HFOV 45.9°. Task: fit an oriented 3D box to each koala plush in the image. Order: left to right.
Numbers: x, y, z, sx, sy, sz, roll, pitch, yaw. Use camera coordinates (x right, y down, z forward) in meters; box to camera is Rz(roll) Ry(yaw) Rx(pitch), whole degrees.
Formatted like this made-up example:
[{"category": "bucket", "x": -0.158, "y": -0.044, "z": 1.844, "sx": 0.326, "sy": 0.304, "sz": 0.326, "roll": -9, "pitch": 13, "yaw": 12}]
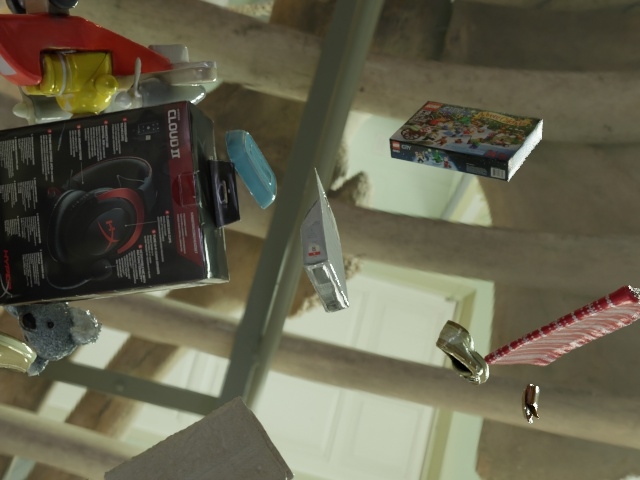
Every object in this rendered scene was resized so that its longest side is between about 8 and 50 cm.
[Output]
[{"category": "koala plush", "x": -0.527, "y": 0.131, "z": 1.443, "sx": 0.196, "sy": 0.221, "sz": 0.203, "roll": -32, "pitch": 169, "yaw": 4}]

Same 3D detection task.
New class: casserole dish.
[{"category": "casserole dish", "x": -0.139, "y": -0.152, "z": 1.579, "sx": 0.114, "sy": 0.037, "sz": 0.188, "roll": -92, "pitch": 158, "yaw": -52}]

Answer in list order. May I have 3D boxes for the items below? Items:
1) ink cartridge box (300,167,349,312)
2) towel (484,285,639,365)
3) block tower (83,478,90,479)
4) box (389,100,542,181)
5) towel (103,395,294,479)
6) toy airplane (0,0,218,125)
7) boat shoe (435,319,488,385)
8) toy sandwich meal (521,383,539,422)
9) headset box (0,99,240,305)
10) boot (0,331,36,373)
[{"category": "ink cartridge box", "x": 0.000, "y": 0.000, "z": 1.170, "sx": 0.145, "sy": 0.045, "sz": 0.179, "roll": 67, "pitch": 10, "yaw": -53}, {"category": "towel", "x": 0.428, "y": 0.148, "z": 1.251, "sx": 0.275, "sy": 0.199, "sz": 0.031, "roll": -35, "pitch": -119, "yaw": 34}, {"category": "block tower", "x": -0.536, "y": 0.601, "z": 1.493, "sx": 0.335, "sy": 0.091, "sz": 0.097, "roll": -62, "pitch": 129, "yaw": -81}, {"category": "box", "x": 0.266, "y": -0.188, "z": 1.388, "sx": 0.159, "sy": 0.233, "sz": 0.044, "roll": -46, "pitch": 139, "yaw": -38}, {"category": "towel", "x": -0.199, "y": 0.402, "z": 1.273, "sx": 0.282, "sy": 0.187, "sz": 0.049, "roll": -24, "pitch": 158, "yaw": -31}, {"category": "toy airplane", "x": -0.370, "y": -0.264, "z": 1.323, "sx": 0.386, "sy": 0.384, "sz": 0.272, "roll": 143, "pitch": -44, "yaw": -81}, {"category": "boat shoe", "x": 0.211, "y": 0.179, "z": 1.138, "sx": 0.048, "sy": 0.056, "sz": 0.153, "roll": -49, "pitch": 139, "yaw": -18}, {"category": "toy sandwich meal", "x": 0.466, "y": 0.360, "z": 1.667, "sx": 0.085, "sy": 0.029, "sz": 0.085, "roll": 20, "pitch": 67, "yaw": -60}, {"category": "headset box", "x": -0.246, "y": -0.041, "z": 0.939, "sx": 0.110, "sy": 0.293, "sz": 0.218, "roll": 28, "pitch": 55, "yaw": -80}, {"category": "boot", "x": -0.403, "y": 0.164, "z": 0.793, "sx": 0.213, "sy": 0.077, "sz": 0.165, "roll": 40, "pitch": 57, "yaw": -62}]
